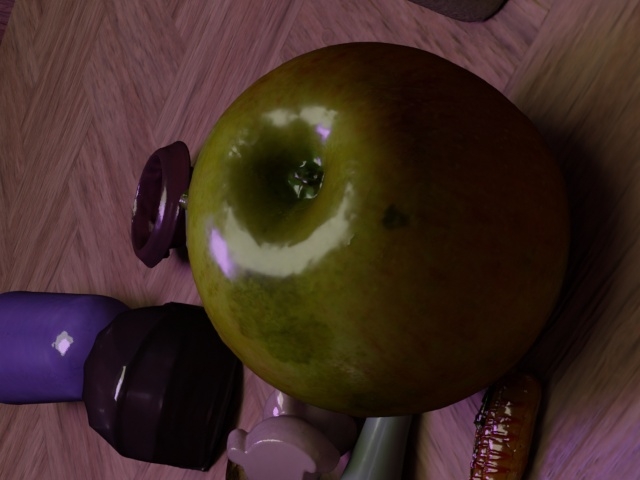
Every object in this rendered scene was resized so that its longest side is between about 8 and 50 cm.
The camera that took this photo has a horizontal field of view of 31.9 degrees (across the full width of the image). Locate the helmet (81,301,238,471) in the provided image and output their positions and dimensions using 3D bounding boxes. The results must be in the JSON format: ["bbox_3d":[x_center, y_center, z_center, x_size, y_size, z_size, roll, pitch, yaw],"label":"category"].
[{"bbox_3d":[-0.251,0.199,1.590,0.305,0.177,0.225,19,98,59],"label":"helmet"}]

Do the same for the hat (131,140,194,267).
[{"bbox_3d":[-0.227,-0.053,1.728,0.205,0.089,0.205,-38,47,56],"label":"hat"}]

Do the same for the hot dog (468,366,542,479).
[{"bbox_3d":[0.161,0.184,1.008,0.062,0.038,0.144,23,100,60],"label":"hot dog"}]

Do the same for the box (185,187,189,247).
[{"bbox_3d":[-0.121,-0.049,1.531,0.172,0.093,0.124,-43,44,46],"label":"box"}]

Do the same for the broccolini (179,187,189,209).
[{"bbox_3d":[-0.108,-0.114,1.439,0.067,0.216,0.058,37,137,10],"label":"broccolini"}]

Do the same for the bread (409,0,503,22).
[{"bbox_3d":[0.123,-0.315,1.156,0.148,0.141,0.134,-64,28,21],"label":"bread"}]

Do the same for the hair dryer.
[{"bbox_3d":[0.097,0.252,1.087,0.267,0.092,0.229,-18,58,42],"label":"hair dryer"}]

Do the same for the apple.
[{"bbox_3d":[0.043,-0.012,0.987,0.339,0.339,0.339,-30,55,53],"label":"apple"}]

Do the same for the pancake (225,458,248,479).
[{"bbox_3d":[-0.070,0.422,1.215,0.427,0.067,0.305,-107,21,-60],"label":"pancake"}]

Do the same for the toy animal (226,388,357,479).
[{"bbox_3d":[-0.011,0.191,1.220,0.124,0.124,0.212,-58,1,32],"label":"toy animal"}]

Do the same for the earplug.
[{"bbox_3d":[-0.446,0.184,1.915,0.456,0.215,0.215,-8,73,56],"label":"earplug"}]
